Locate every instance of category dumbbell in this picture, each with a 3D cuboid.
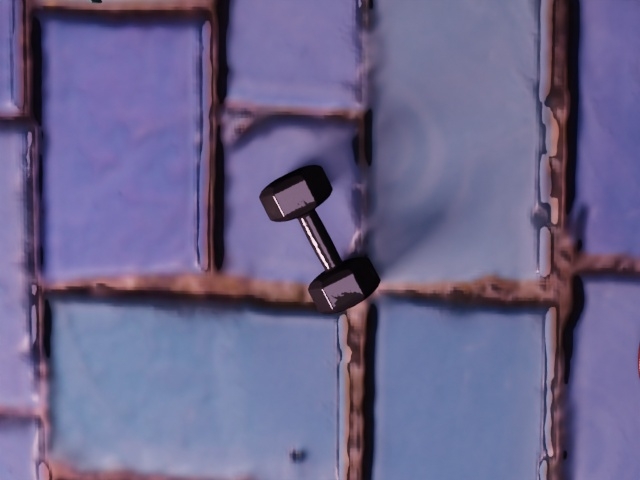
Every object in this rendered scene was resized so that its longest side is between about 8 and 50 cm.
[{"bbox_3d":[0.000,0.000,1.118,0.040,0.036,0.083,-27,97,6],"label":"dumbbell"}]

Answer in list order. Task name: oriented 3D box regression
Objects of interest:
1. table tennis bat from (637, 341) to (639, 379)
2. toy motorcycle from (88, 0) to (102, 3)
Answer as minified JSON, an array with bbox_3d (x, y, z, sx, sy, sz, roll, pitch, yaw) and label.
[{"bbox_3d":[0.230,0.039,1.126,0.098,0.019,0.154,4,102,2],"label":"table tennis bat"},{"bbox_3d":[-0.151,-0.163,1.067,0.173,0.100,0.058,17,99,1],"label":"toy motorcycle"}]
